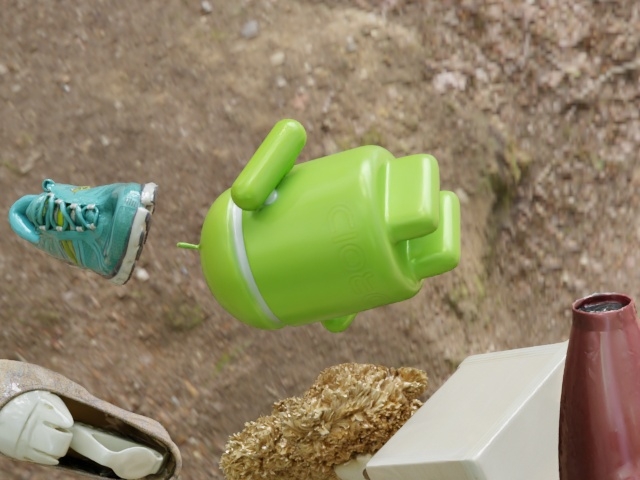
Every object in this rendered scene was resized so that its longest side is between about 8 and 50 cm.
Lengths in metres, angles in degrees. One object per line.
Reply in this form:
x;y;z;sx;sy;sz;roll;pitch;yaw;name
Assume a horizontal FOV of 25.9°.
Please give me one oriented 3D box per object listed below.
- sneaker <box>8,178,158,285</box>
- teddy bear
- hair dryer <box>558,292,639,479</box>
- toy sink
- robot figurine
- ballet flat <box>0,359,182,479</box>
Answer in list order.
-0.250;-0.015;1.452;0.110;0.275;0.107;22;75;-27;sneaker
0.013;0.227;1.508;0.245;0.338;0.113;12;67;-30;teddy bear
0.209;0.163;0.783;0.080;0.223;0.293;-13;65;-19;hair dryer
0.171;0.180;1.160;0.131;0.152;0.234;-14;20;47;toy sink
0.000;0.000;0.587;0.115;0.101;0.067;-15;48;21;robot figurine
-0.279;0.212;1.552;0.106;0.316;0.107;32;98;51;ballet flat
